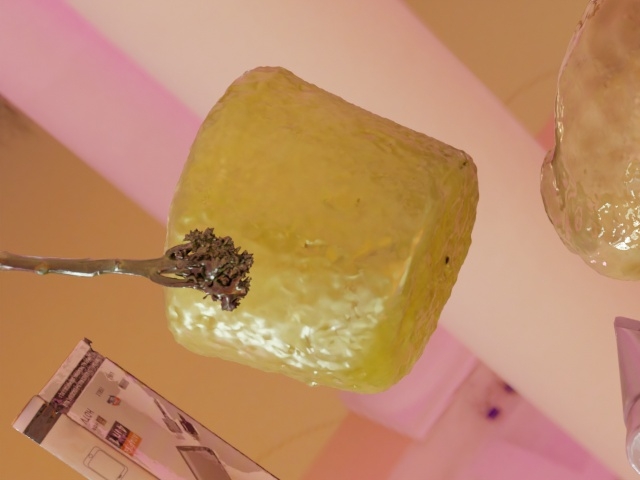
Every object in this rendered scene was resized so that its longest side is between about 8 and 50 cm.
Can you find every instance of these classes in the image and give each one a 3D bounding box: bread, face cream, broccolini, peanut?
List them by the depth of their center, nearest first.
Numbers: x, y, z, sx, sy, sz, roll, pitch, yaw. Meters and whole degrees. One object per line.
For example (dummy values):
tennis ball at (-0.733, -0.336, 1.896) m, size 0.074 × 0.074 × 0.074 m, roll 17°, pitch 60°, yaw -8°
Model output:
peanut at (0.256, -0.128, 0.842) m, size 0.340 × 0.174 × 0.158 m, roll -36°, pitch -152°, yaw 19°
broccolini at (-0.188, 0.025, 1.338) m, size 0.057 × 0.254 × 0.071 m, roll 80°, pitch 12°, yaw -68°
bread at (0.000, 0.000, 1.633) m, size 0.348 × 0.307 × 0.348 m, roll 20°, pitch 90°, yaw -80°
face cream at (0.413, 0.175, 1.704) m, size 0.274 × 0.154 × 0.096 m, roll -62°, pitch 162°, yaw -60°

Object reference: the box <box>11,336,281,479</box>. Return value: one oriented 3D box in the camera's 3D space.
box at (-0.086, 0.164, 0.990) m, size 0.033 × 0.247 × 0.129 m, roll -53°, pitch -175°, yaw 12°
